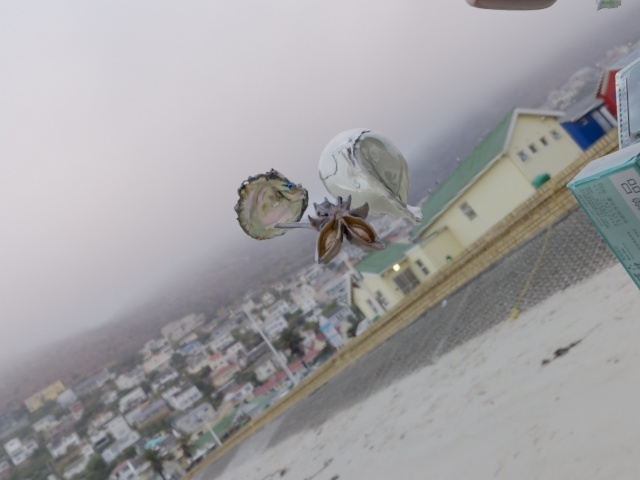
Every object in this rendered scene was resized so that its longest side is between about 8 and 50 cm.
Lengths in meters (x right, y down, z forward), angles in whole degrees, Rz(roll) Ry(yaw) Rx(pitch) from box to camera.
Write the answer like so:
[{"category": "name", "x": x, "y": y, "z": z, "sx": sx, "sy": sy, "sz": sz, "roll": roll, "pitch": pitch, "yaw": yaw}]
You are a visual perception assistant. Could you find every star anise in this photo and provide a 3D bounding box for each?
[{"category": "star anise", "x": 0.000, "y": 0.000, "z": 1.174, "sx": 0.148, "sy": 0.219, "sz": 0.227, "roll": -52, "pitch": -8, "yaw": -19}]

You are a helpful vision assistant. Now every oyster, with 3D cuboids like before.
[{"category": "oyster", "x": -0.131, "y": -0.108, "z": 1.830, "sx": 0.260, "sy": 0.092, "sz": 0.198, "roll": -17, "pitch": -58, "yaw": -28}]

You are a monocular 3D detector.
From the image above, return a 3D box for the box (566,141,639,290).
[{"category": "box", "x": 0.557, "y": -0.039, "z": 1.097, "sx": 0.092, "sy": 0.244, "sz": 0.153, "roll": -40, "pitch": 7, "yaw": -26}]

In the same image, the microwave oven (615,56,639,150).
[{"category": "microwave oven", "x": 0.917, "y": -0.268, "z": 1.563, "sx": 0.247, "sy": 0.333, "sz": 0.394, "roll": -36, "pitch": 31, "yaw": 49}]

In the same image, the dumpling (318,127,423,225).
[{"category": "dumpling", "x": 0.117, "y": -0.131, "z": 1.438, "sx": 0.181, "sy": 0.260, "sz": 0.341, "roll": -51, "pitch": 10, "yaw": -19}]

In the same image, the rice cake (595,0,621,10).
[{"category": "rice cake", "x": 0.462, "y": -0.481, "z": 1.049, "sx": 0.043, "sy": 0.210, "sz": 0.034, "roll": -6, "pitch": 24, "yaw": 20}]

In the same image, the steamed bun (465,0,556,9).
[{"category": "steamed bun", "x": 0.427, "y": -0.653, "z": 1.377, "sx": 0.235, "sy": 0.248, "sz": 0.379, "roll": 3, "pitch": -36, "yaw": 2}]
